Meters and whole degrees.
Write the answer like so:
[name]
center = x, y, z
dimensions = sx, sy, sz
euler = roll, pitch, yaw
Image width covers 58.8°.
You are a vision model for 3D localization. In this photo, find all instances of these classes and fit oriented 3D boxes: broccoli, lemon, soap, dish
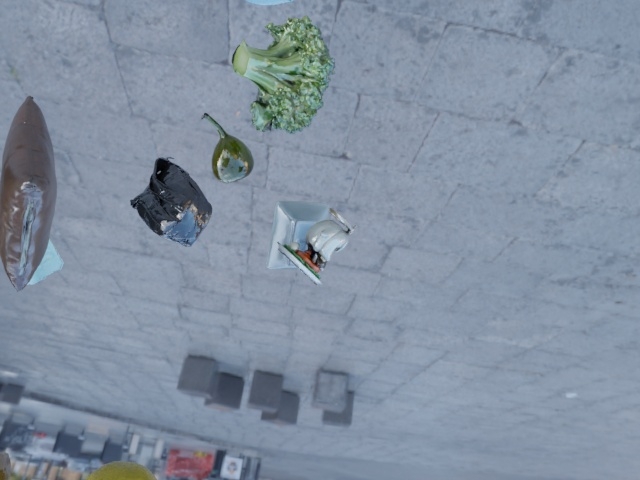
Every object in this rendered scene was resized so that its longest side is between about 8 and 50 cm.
[broccoli]
center = -0.107, -0.501, 1.766
dimensions = 0.277, 0.318, 0.338
euler = 31, 136, 42
[lemon]
center = -0.409, 0.546, 1.160
dimensions = 0.178, 0.178, 0.203
euler = 28, 163, -35
[soap]
center = -1.025, 0.017, 1.993
dimensions = 0.094, 0.150, 0.261
euler = 36, 147, 46
[dish]
center = -0.066, -0.001, 1.840
dimensions = 0.182, 0.080, 0.243
euler = 2, 113, -21

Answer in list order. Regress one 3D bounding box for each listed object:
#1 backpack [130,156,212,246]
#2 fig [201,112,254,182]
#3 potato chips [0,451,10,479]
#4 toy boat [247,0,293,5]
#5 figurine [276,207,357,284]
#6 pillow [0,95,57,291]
[backpack]
center = -0.250, -0.057, 0.987
dimensions = 0.120, 0.165, 0.106
euler = -51, 136, 8
[fig]
center = -0.325, -0.328, 1.960
dimensions = 0.152, 0.151, 0.259
euler = -7, 113, 28
[potato chips]
center = -0.562, 0.422, 0.913
dimensions = 0.049, 0.150, 0.201
euler = 34, 169, 2
[toy boat]
center = -0.130, -0.670, 1.468
dimensions = 0.215, 0.102, 0.088
euler = 8, 153, 31
[figurine]
center = 0.000, 0.000, 1.204
dimensions = 0.132, 0.153, 0.132
euler = 43, 176, 4
[pillow]
center = -0.631, -0.101, 1.220
dimensions = 0.109, 0.305, 0.307
euler = 4, 132, -31
